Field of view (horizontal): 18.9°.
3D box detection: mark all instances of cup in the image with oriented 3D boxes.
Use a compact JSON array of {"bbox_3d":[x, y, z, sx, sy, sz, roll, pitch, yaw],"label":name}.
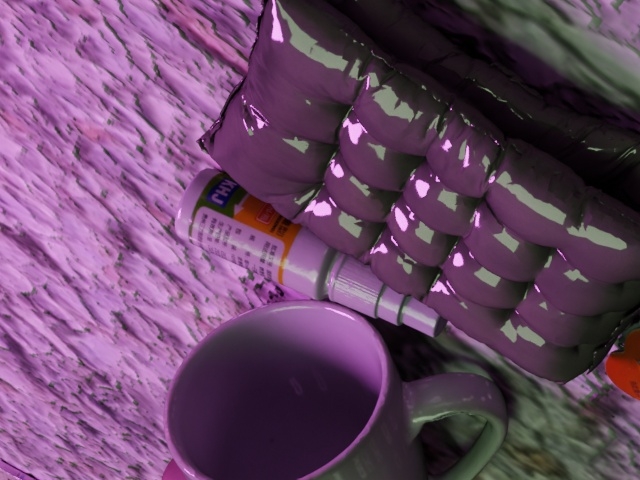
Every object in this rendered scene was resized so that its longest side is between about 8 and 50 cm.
[{"bbox_3d":[0.034,0.181,1.557,0.258,0.186,0.234,-12,137,15],"label":"cup"}]

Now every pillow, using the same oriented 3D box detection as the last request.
[{"bbox_3d":[0.084,-0.046,1.291,0.326,0.101,0.228,35,149,5],"label":"pillow"}]

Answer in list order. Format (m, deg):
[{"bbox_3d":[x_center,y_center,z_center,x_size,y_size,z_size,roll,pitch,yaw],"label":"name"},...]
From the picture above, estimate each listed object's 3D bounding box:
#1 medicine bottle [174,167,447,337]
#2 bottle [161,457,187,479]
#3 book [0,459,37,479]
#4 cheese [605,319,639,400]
[{"bbox_3d":[0.000,0.000,1.453,0.221,0.061,0.092,24,125,16],"label":"medicine bottle"},{"bbox_3d":[-0.054,0.280,1.778,0.110,0.110,0.233,-12,124,47],"label":"bottle"},{"bbox_3d":[-0.273,0.315,2.091,0.182,0.014,0.127,26,144,15],"label":"book"},{"bbox_3d":[0.313,0.144,1.365,0.256,0.037,0.106,37,144,3],"label":"cheese"}]
